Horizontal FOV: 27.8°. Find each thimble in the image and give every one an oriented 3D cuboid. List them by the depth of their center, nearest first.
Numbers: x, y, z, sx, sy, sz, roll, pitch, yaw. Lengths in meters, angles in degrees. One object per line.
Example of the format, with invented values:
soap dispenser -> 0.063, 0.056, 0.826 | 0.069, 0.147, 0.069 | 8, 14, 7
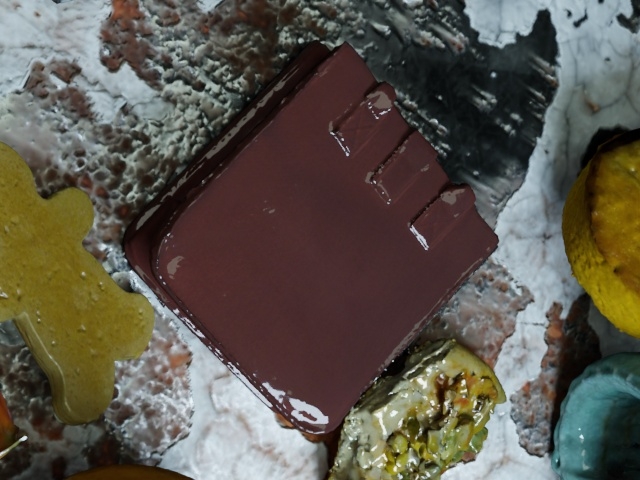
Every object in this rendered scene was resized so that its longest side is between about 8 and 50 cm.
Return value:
thimble -> 0.335, 0.200, 1.250 | 0.143, 0.235, 0.198 | 1, 64, -24

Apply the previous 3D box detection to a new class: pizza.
pizza -> 0.084, 0.187, 1.198 | 0.226, 0.069, 0.147 | -39, 135, -17

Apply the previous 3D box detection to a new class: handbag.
handbag -> -0.001, 0.000, 1.148 | 0.275, 0.084, 0.260 | -49, 112, -14

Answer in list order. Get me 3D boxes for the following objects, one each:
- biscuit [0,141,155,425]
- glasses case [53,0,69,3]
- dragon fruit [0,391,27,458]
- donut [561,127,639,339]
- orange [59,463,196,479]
biscuit -> -0.226, 0.024, 1.037 | 0.240, 0.035, 0.158 | 59, 36, -20
glasses case -> -0.096, -0.286, 1.084 | 0.299, 0.060, 0.114 | -19, 103, -23
dragon fruit -> -0.345, 0.120, 0.926 | 0.227, 0.224, 0.224 | 37, 79, -20
donut -> 0.354, -0.004, 1.255 | 0.253, 0.118, 0.254 | 9, 60, -15
orange -> -0.149, 0.313, 1.020 | 0.274, 0.274, 0.310 | -43, 154, -16
